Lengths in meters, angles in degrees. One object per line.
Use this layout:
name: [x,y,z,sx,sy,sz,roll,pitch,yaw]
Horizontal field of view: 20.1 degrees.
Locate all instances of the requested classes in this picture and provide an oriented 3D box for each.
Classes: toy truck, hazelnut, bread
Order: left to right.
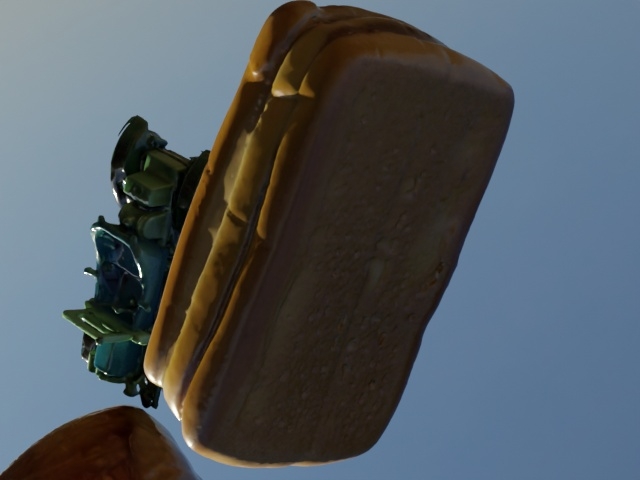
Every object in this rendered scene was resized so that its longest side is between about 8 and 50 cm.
hazelnut: [-0.123,0.175,1.020,0.150,0.150,0.150,-27,-165,8]
toy truck: [-0.105,0.013,1.011,0.080,0.154,0.078,28,-154,33]
bread: [0.000,0.000,0.768,0.077,0.200,0.116,33,-160,37]
